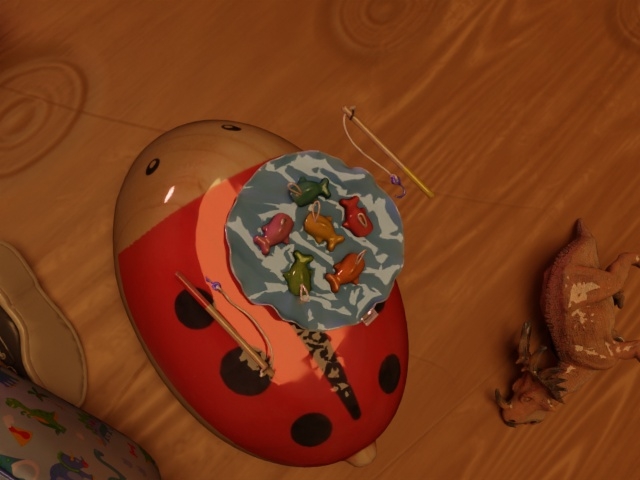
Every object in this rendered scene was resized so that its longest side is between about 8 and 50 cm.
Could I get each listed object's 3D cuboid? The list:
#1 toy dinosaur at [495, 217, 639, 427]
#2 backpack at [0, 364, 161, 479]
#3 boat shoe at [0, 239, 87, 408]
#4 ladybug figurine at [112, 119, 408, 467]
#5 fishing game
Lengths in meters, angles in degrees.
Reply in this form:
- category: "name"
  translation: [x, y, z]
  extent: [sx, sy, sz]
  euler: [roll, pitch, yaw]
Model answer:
- category: "toy dinosaur"
  translation: [0.333, 0.100, 0.846]
  extent: [0.200, 0.127, 0.296]
  euler: [4, 78, -8]
- category: "backpack"
  translation: [-0.290, 0.250, 0.568]
  extent: [0.355, 0.290, 0.273]
  euler: [20, 91, -6]
- category: "boat shoe"
  translation: [-0.327, 0.100, 0.701]
  extent: [0.065, 0.075, 0.206]
  euler: [-23, 98, 26]
- category: "ladybug figurine"
  translation: [-0.050, 0.062, 0.717]
  extent: [0.305, 0.162, 0.449]
  euler: [-34, 94, -16]
- category: "fishing game"
  translation: [0.000, 0.000, 0.633]
  extent: [0.264, 0.041, 0.189]
  euler: [-43, 93, -17]
